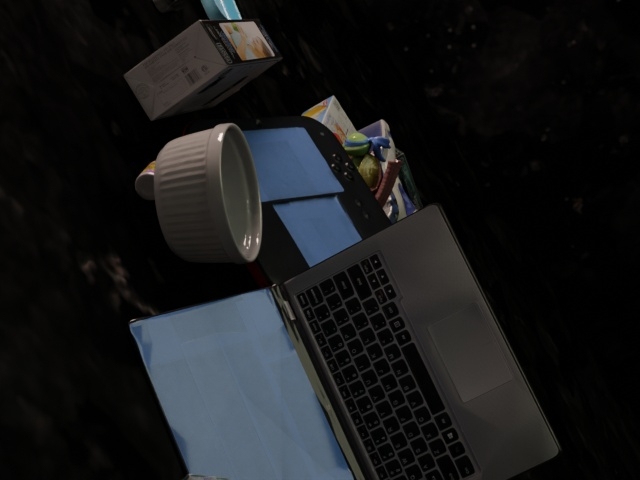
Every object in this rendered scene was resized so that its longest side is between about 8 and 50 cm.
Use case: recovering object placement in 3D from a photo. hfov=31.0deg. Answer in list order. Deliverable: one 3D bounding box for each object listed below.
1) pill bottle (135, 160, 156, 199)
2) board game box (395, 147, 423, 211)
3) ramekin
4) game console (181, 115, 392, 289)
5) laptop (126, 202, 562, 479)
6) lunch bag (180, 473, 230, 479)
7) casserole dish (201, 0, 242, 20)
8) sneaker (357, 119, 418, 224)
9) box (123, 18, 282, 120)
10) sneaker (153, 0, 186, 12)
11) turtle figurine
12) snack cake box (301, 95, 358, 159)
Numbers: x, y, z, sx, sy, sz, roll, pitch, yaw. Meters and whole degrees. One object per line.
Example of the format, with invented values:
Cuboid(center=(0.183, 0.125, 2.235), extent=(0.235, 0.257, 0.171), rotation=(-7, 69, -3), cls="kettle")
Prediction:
Cuboid(center=(-0.243, -0.092, 1.711), extent=(0.043, 0.043, 0.083), rotation=(56, 19, -14), cls="pill bottle")
Cuboid(center=(0.186, -0.150, 2.772), extent=(0.126, 0.026, 0.186), rotation=(39, -23, 53), cls="board game box")
Cuboid(center=(-0.165, -0.063, 1.690), extent=(0.207, 0.109, 0.207), rotation=(-7, 90, -78), cls="ramekin")
Cuboid(center=(-0.038, -0.067, 1.943), extent=(0.386, 0.060, 0.342), rotation=(-10, 58, -50), cls="game console")
Cuboid(center=(0.036, 0.193, 1.493), extent=(0.382, 0.407, 0.236), rotation=(65, 12, 13), cls="laptop")
Cuboid(center=(-0.130, 0.322, 1.374), extent=(0.083, 0.053, 0.071), rotation=(14, 45, -39), cls="lunch bag")
Cuboid(center=(-0.219, -0.507, 2.390), extent=(0.114, 0.037, 0.188), rotation=(18, 45, -63), cls="casserole dish")
Cuboid(center=(0.140, -0.101, 2.617), extent=(0.182, 0.127, 0.316), rotation=(46, 30, -45), cls="sneaker")
Cuboid(center=(-0.192, -0.293, 1.951), extent=(0.087, 0.169, 0.290), rotation=(58, 20, -1), cls="box")
Cuboid(center=(-0.257, -0.465, 2.148), extent=(0.051, 0.089, 0.170), rotation=(57, 19, -10), cls="sneaker")
Cuboid(center=(0.029, -0.071, 2.244), extent=(0.198, 0.274, 0.266), rotation=(-129, -158, -70), cls="turtle figurine")
Cuboid(center=(0.017, -0.190, 2.456), extent=(0.152, 0.089, 0.264), rotation=(57, 19, -16), cls="snack cake box")
